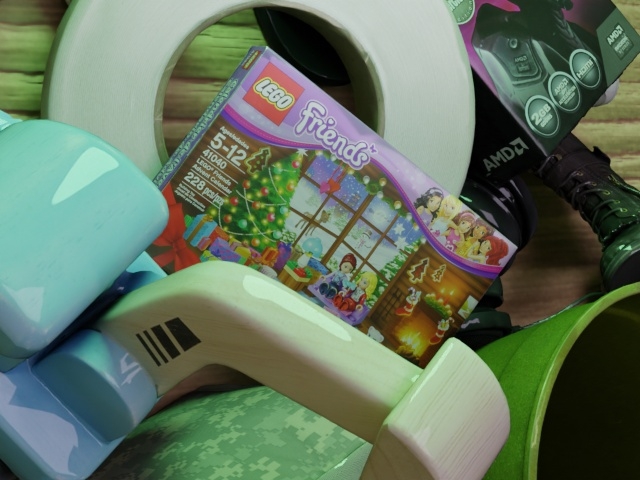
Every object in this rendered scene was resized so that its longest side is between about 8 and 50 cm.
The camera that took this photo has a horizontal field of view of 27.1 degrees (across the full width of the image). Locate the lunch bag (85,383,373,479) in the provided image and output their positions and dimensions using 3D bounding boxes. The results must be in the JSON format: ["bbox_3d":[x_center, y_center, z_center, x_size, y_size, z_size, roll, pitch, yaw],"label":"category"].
[{"bbox_3d":[-0.072,0.217,1.065,0.235,0.287,0.169,-28,98,-39],"label":"lunch bag"}]

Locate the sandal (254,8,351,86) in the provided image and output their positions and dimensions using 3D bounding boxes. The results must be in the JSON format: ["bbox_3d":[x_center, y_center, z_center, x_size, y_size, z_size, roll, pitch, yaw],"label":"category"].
[{"bbox_3d":[-0.031,-0.268,1.347,0.097,0.054,0.254,-40,106,-36],"label":"sandal"}]

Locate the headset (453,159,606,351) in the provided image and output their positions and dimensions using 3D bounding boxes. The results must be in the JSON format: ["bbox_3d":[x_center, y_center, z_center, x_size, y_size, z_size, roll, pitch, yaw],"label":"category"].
[{"bbox_3d":[0.133,0.037,1.389,0.394,0.185,0.243,26,62,-15],"label":"headset"}]

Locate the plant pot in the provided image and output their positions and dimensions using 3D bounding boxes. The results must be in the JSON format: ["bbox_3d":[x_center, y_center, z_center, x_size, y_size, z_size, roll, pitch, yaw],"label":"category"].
[{"bbox_3d":[0.194,0.242,1.226,0.366,0.353,0.366,9,76,-36],"label":"plant pot"}]

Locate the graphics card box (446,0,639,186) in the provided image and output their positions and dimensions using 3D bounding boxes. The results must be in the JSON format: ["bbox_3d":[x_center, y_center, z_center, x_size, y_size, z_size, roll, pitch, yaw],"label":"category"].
[{"bbox_3d":[0.142,-0.265,1.344,0.371,0.094,0.233,51,53,-7],"label":"graphics card box"}]

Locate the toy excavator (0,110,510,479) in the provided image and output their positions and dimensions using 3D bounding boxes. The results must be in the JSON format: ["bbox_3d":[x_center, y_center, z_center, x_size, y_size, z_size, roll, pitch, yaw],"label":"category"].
[{"bbox_3d":[-0.142,0.055,0.910,0.433,0.445,0.222,48,56,-8],"label":"toy excavator"}]

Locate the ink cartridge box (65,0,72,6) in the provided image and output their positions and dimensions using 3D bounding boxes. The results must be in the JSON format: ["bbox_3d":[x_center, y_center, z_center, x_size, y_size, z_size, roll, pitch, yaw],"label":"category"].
[{"bbox_3d":[-0.171,-0.375,1.225,0.261,0.066,0.296,-32,100,-28],"label":"ink cartridge box"}]

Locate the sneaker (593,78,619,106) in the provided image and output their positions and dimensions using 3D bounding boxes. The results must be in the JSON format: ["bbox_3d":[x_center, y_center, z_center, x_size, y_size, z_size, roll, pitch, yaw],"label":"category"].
[{"bbox_3d":[0.198,-0.186,1.483,0.305,0.114,0.152,17,71,-24],"label":"sneaker"}]

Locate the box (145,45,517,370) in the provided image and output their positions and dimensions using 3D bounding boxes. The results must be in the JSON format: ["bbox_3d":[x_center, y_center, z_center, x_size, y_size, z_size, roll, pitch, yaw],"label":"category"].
[{"bbox_3d":[0.000,0.000,1.142,0.293,0.057,0.201,37,87,-19],"label":"box"}]

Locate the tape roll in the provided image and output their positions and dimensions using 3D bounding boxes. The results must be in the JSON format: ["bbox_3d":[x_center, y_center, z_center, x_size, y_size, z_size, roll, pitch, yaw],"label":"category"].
[{"bbox_3d":[-0.052,-0.108,1.178,0.392,0.072,0.392,-3,99,-18],"label":"tape roll"}]

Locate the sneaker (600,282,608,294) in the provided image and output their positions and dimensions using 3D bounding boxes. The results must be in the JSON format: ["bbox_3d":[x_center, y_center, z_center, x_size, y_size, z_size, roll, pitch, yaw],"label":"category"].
[{"bbox_3d":[0.478,0.088,1.619,0.366,0.137,0.210,-6,87,-36],"label":"sneaker"}]

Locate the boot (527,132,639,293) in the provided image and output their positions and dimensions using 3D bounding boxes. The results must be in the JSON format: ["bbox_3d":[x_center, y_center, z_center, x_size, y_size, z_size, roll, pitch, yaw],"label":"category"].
[{"bbox_3d":[0.290,-0.044,1.459,0.229,0.091,0.263,41,24,17],"label":"boot"}]
